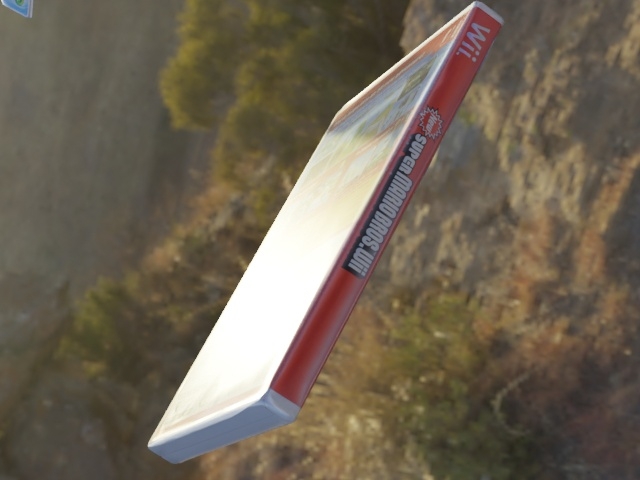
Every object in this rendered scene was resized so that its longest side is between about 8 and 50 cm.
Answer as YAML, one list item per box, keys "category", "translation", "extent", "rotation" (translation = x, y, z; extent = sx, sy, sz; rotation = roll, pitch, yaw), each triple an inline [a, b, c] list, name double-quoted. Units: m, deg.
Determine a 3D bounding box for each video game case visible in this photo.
- category: "video game case"
  translation: [0.000, 0.000, 0.855]
  extent: [0.285, 0.025, 0.204]
  rotation: [-61, 13, -25]

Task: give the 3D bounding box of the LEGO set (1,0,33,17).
- category: "LEGO set"
  translation: [-0.394, -0.396, 1.596]
  extent: [0.182, 0.060, 0.244]
  rotation: [31, 124, 28]
